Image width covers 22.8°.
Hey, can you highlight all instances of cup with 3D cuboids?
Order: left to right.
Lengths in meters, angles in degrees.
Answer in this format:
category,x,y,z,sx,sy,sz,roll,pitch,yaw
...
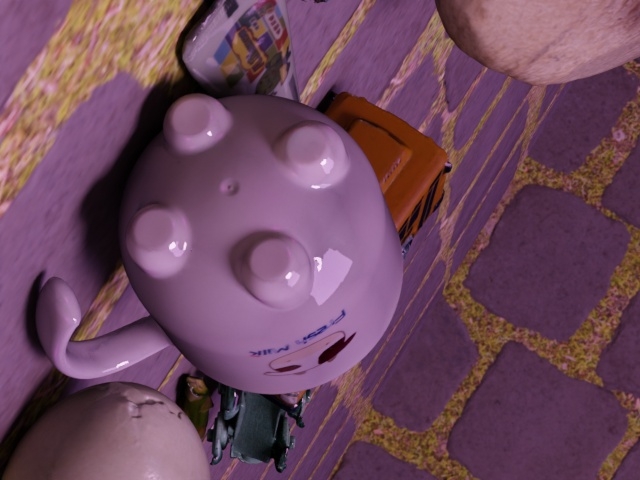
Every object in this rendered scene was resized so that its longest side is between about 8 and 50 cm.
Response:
category,x,y,z,sx,sy,sz,roll,pitch,yaw
cup,-0.052,-0.003,0.784,0.142,0.174,0.134,64,27,-72

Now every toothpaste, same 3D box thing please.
category,x,y,z,sx,sy,sz,roll,pitch,yaw
toothpaste,-0.034,-0.075,0.857,0.067,0.037,0.255,-48,165,-10

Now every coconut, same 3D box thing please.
category,x,y,z,sx,sy,sz,roll,pitch,yaw
coconut,0.166,-0.208,0.978,0.224,0.224,0.224,-56,170,-15

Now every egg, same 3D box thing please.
category,x,y,z,sx,sy,sz,roll,pitch,yaw
egg,-0.116,0.141,0.854,0.114,0.114,0.152,-45,158,-56

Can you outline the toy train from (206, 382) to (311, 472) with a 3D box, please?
category,x,y,z,sx,sy,sz,roll,pitch,yaw
toy train,-0.047,0.112,1.217,0.172,0.070,0.099,105,-11,-59

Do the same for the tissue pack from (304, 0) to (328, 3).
category,x,y,z,sx,sy,sz,roll,pitch,yaw
tissue pack,0.006,-0.176,0.549,0.170,0.103,0.090,-55,176,-18

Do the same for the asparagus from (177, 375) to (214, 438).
category,x,y,z,sx,sy,sz,roll,pitch,yaw
asparagus,-0.094,0.124,1.176,0.021,0.025,0.108,-43,165,-23

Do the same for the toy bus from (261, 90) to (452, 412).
category,x,y,z,sx,sy,sz,roll,pitch,yaw
toy bus,0.000,0.000,1.065,0.201,0.098,0.114,-54,169,-22
